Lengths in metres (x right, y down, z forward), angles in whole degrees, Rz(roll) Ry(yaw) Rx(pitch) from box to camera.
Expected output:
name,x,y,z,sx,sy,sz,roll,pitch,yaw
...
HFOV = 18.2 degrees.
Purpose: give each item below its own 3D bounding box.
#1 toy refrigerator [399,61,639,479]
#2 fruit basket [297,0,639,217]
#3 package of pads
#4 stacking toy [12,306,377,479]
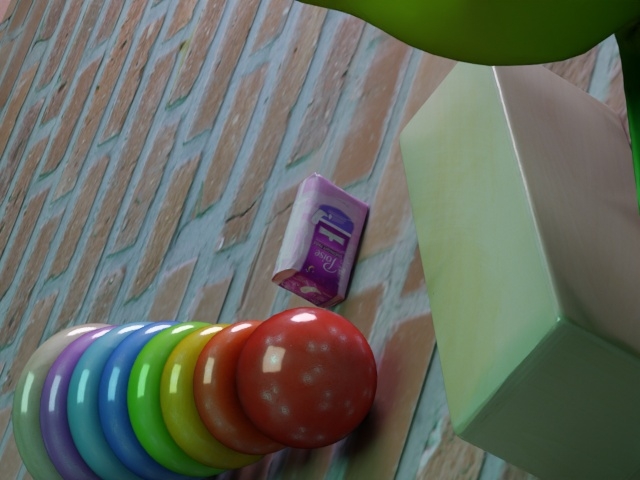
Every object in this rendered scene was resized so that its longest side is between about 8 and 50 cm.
name,x,y,z,sx,sy,sz,roll,pitch,yaw
toy refrigerator,0.115,0.011,1.057,0.094,0.102,0.269,-50,25,27
fruit basket,0.143,-0.174,0.786,0.283,0.392,0.392,123,163,-55
package of pads,0.000,0.000,1.392,0.032,0.050,0.083,-30,38,53
stacking toy,-0.075,0.107,1.357,0.330,0.141,0.141,-15,50,52
